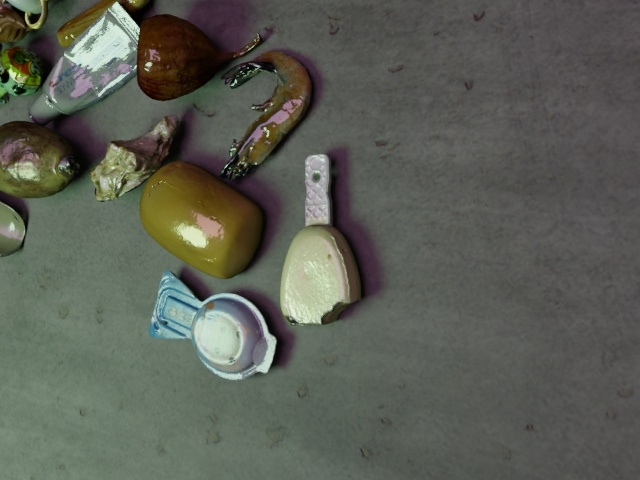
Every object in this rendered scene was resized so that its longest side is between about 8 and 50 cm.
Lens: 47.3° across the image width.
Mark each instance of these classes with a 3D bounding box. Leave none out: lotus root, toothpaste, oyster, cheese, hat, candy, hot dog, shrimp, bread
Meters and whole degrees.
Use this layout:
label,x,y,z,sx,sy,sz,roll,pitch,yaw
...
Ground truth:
label,x,y,z,sx,sy,sz,roll,pitch,yaw
lotus root,-0.513,-0.140,1.315,0.214,0.138,0.138,16,96,25
toothpaste,-0.416,-0.293,1.297,0.283,0.099,0.068,-31,45,25
oyster,-0.316,-0.147,1.218,0.191,0.081,0.163,-42,33,-7
cheese,0.000,0.000,1.075,0.127,0.050,0.255,-1,88,29
cheese,-0.173,0.139,1.162,0.245,0.052,0.135,20,98,27
hat,-0.652,-0.029,1.426,0.175,0.085,0.147,23,88,4
candy,-0.638,-0.268,1.424,0.306,0.083,0.091,-32,69,32
hot dog,-0.382,-0.392,1.295,0.216,0.047,0.066,-20,43,26
shrimp,-0.110,-0.199,1.142,0.152,0.046,0.219,43,104,22
bread,-0.198,-0.034,1.159,0.217,0.098,0.147,28,105,27

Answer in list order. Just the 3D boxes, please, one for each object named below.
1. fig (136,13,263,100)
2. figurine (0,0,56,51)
label,x,y,z,sx,sy,sz,roll,pitch,yaw
fig,-0.197,-0.298,1.173,0.201,0.133,0.146,-9,49,-12
figurine,-0.592,-0.449,1.355,0.264,0.142,0.189,-28,76,23
